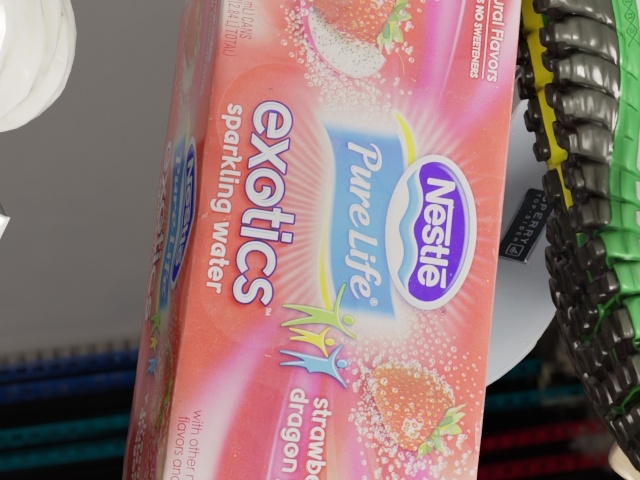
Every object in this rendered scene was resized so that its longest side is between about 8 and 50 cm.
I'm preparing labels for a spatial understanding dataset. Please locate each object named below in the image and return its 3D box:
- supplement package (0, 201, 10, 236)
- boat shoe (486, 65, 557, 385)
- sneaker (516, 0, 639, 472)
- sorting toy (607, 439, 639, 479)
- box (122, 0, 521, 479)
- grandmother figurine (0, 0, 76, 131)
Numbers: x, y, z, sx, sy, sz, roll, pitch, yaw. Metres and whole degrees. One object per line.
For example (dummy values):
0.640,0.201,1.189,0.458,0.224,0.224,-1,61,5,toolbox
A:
-0.420,-0.008,1.391,0.199,0.262,0.198,-64,-151,11,supplement package
0.108,-0.038,1.233,0.156,0.135,0.367,-93,-159,-44,boat shoe
0.193,-0.017,0.896,0.134,0.146,0.344,-145,-135,-81,sneaker
0.341,0.096,1.029,0.255,0.257,0.089,-56,176,0,sorting toy
0.000,0.000,0.868,0.142,0.154,0.300,149,-51,-74,box
-0.187,-0.016,0.349,0.207,0.342,0.104,29,-56,28,grandmother figurine
